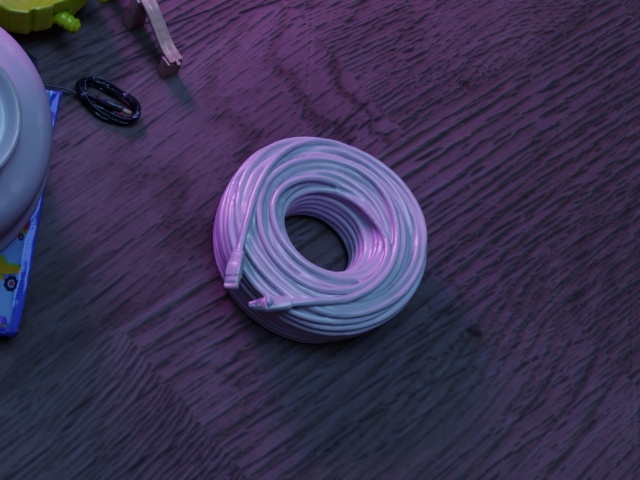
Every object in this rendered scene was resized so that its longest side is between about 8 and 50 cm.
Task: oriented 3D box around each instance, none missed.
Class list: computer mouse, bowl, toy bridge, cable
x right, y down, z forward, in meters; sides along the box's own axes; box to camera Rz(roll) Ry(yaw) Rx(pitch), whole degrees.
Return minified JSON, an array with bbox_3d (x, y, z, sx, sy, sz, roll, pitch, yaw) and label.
[{"bbox_3d":[-0.329,-0.192,1.546,0.242,0.041,0.071,15,56,-15],"label":"computer mouse"},{"bbox_3d":[-0.380,-0.113,1.258,0.298,0.134,0.298,4,82,-32],"label":"bowl"},{"bbox_3d":[-0.229,-0.291,1.631,0.026,0.063,0.188,-28,75,-33],"label":"toy bridge"},{"bbox_3d":[0.000,0.000,1.545,0.257,0.089,0.257,12,57,-17],"label":"cable"}]

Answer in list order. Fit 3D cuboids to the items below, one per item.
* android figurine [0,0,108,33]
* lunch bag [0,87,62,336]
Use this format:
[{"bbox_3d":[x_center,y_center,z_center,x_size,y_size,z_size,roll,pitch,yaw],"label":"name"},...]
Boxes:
[{"bbox_3d":[-0.390,-0.349,1.591,0.273,0.056,0.248,30,56,4],"label":"android figurine"},{"bbox_3d":[-0.414,-0.031,1.377,0.221,0.138,0.293,12,67,-19],"label":"lunch bag"}]
